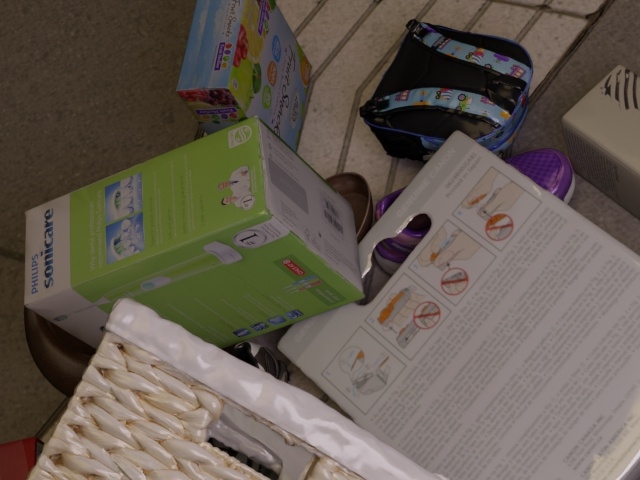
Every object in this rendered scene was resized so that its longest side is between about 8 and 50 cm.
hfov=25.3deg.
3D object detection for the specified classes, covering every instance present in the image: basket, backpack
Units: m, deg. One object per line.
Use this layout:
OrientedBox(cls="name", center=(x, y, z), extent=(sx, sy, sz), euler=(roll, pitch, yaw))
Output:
OrientedBox(cls="basket", center=(-0.101, 0.259, 1.273), extent=(0.328, 0.331, 0.266), euler=(30, 77, 1))
OrientedBox(cls="backpack", center=(0.157, -0.154, 1.584), extent=(0.173, 0.117, 0.158), euler=(14, 66, 33))

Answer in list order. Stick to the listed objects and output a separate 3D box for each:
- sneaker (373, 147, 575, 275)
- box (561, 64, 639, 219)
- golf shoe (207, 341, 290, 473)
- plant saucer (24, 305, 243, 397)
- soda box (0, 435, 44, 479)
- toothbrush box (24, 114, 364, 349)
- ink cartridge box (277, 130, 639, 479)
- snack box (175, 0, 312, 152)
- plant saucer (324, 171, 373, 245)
OrientedBox(cls="sneaker", center=(0.159, -0.042, 1.536), extent=(0.236, 0.104, 0.095), euler=(-22, 55, 5))
OrientedBox(cls="box", center=(0.380, -0.057, 1.462), extent=(0.094, 0.113, 0.275), euler=(-43, 58, -9))
OrientedBox(cls="golf shoe", center=(-0.099, 0.197, 1.497), extent=(0.077, 0.094, 0.198), euler=(6, 65, 21))
OrientedBox(cls="plant saucer", center=(-0.213, 0.044, 1.653), extent=(0.311, 0.050, 0.310), euler=(-9, 60, 16))
OrientedBox(cls="soda box", center=(-0.322, 0.346, 1.496), extent=(0.092, 0.083, 0.263), euler=(-14, 57, 12))
OrientedBox(cls="toothbrush box", center=(-0.128, 0.015, 1.458), extent=(0.283, 0.206, 0.122), euler=(-22, 55, 21))
OrientedBox(cls="ink cartridge box", center=(0.185, 0.112, 1.422), extent=(0.308, 0.091, 0.385), euler=(-50, 56, 1))
OrientedBox(cls="snack box", center=(-0.083, -0.187, 1.642), extent=(0.070, 0.207, 0.174), euler=(-1, 62, 19))
OrientedBox(cls="plant saucer", center=(0.000, 0.000, 1.576), extent=(0.168, 0.029, 0.168), euler=(-36, 31, 26))
